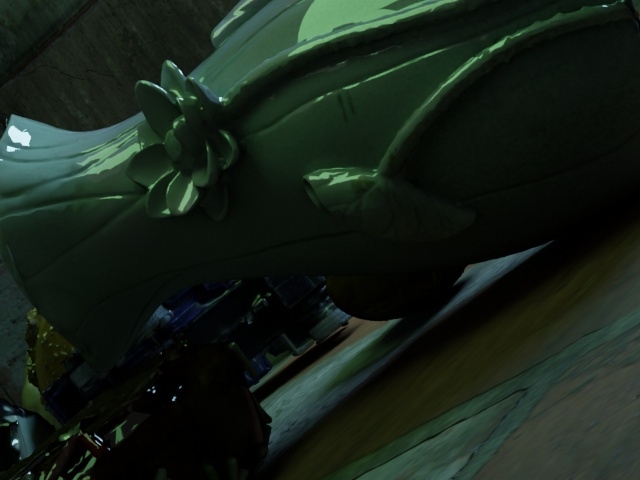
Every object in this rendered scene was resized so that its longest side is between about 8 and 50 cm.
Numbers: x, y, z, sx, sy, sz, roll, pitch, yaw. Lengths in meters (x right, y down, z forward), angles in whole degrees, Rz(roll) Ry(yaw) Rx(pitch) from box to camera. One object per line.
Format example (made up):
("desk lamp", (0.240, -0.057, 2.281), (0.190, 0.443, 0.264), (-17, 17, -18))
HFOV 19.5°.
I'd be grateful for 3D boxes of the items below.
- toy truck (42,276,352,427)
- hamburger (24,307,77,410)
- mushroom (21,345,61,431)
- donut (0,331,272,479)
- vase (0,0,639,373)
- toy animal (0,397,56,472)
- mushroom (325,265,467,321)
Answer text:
("toy truck", (-0.099, 0.091, 1.577), (0.268, 0.124, 0.155), (-38, -1, -14))
("hamburger", (-0.181, 0.099, 1.719), (0.118, 0.191, 0.182), (106, -173, -82))
("mushroom", (-0.230, 0.149, 1.862), (0.154, 0.154, 0.122), (-39, -3, -41))
("donut", (-0.144, 0.164, 1.160), (0.269, 0.103, 0.270), (-39, 3, 2))
("vase", (0.005, -0.066, 1.222), (0.445, 0.250, 0.250), (-21, 7, 14))
("toy animal", (-0.285, 0.218, 1.490), (0.179, 0.138, 0.166), (-34, -27, 3))
("mushroom", (0.058, 0.014, 1.364), (0.109, 0.085, 0.126), (12, 33, 36))
